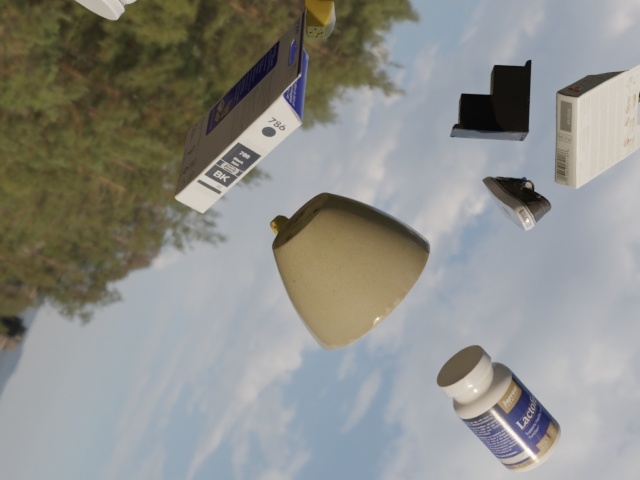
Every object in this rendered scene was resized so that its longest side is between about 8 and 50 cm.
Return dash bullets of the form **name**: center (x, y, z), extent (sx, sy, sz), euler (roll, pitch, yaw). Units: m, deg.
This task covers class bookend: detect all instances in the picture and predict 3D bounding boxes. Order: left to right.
- **bookend**: center (0.355, -0.294, 1.808), extent (0.072, 0.157, 0.156), euler (63, 31, -81)

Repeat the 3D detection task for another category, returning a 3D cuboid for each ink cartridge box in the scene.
- **ink cartridge box**: center (-0.106, -0.194, 1.347), extent (0.332, 0.065, 0.165), euler (-38, -145, 39)
- **ink cartridge box**: center (0.408, -0.175, 1.255), extent (0.179, 0.145, 0.045), euler (-31, -143, -33)

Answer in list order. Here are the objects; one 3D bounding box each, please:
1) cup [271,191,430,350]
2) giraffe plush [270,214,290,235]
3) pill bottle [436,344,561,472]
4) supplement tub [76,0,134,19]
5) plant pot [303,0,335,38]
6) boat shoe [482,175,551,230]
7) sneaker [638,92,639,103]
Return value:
- **cup**: center (0.034, 0.036, 1.869), extent (0.331, 0.237, 0.331), euler (-43, -165, 14)
- **giraffe plush**: center (0.000, 0.000, 2.148), extent (0.170, 0.181, 0.210), euler (-33, -131, -4)
- **pill bottle**: center (0.380, 0.358, 1.860), extent (0.153, 0.265, 0.153), euler (-41, -167, 11)
- **supplement tub**: center (-0.429, -0.628, 1.832), extent (0.272, 0.191, 0.191), euler (-59, -166, -8)
- **plant pot**: center (-0.006, -0.598, 2.368), extent (0.081, 0.081, 0.083), euler (79, 17, -62)
- **boat shoe**: center (0.377, -0.087, 1.655), extent (0.076, 0.080, 0.228), euler (-33, -164, 4)
- **sneaker**: center (0.518, -0.242, 1.588), extent (0.068, 0.170, 0.071), euler (66, -21, 10)
